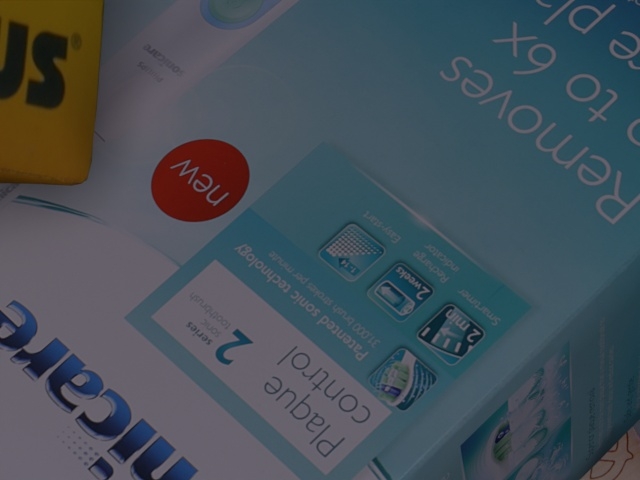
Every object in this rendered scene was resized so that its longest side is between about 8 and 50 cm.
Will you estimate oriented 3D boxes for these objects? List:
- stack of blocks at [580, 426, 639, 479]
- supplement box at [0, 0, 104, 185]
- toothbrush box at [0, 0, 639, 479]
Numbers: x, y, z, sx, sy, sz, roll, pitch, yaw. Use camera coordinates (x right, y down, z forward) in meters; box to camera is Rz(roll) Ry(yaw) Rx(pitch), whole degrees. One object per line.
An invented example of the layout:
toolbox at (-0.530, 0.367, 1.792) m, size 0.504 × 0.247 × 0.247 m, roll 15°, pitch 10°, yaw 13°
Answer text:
stack of blocks at (-0.002, 0.167, 0.686) m, size 0.297 × 0.087 × 0.171 m, roll -34°, pitch 92°, yaw -7°
supplement box at (-0.258, -0.121, 0.530) m, size 0.356 × 0.194 × 0.195 m, roll 1°, pitch 86°, yaw 31°
toothbrush box at (0.000, 0.000, 0.606) m, size 0.295 × 0.126 × 0.216 m, roll -41°, pitch 61°, yaw -16°
